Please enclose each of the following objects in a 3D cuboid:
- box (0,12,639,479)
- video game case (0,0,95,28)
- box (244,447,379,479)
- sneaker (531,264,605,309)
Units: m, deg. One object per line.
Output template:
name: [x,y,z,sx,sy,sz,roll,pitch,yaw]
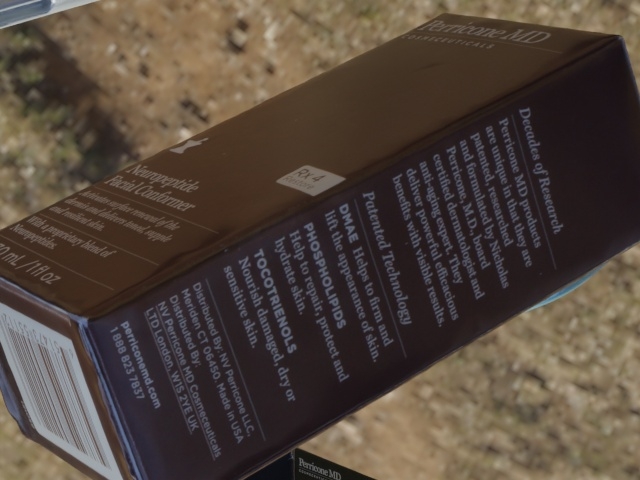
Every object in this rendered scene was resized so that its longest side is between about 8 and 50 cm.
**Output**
box: [0.000,0.000,1.085,0.191,0.381,0.143,18,130,56]
video game case: [-0.267,-0.194,1.077,0.204,0.285,0.025,54,145,22]
box: [0.030,0.322,1.698,0.103,0.184,0.261,-23,144,36]
sneaker: [0.185,-0.083,1.503,0.127,0.319,0.208,-20,99,34]
